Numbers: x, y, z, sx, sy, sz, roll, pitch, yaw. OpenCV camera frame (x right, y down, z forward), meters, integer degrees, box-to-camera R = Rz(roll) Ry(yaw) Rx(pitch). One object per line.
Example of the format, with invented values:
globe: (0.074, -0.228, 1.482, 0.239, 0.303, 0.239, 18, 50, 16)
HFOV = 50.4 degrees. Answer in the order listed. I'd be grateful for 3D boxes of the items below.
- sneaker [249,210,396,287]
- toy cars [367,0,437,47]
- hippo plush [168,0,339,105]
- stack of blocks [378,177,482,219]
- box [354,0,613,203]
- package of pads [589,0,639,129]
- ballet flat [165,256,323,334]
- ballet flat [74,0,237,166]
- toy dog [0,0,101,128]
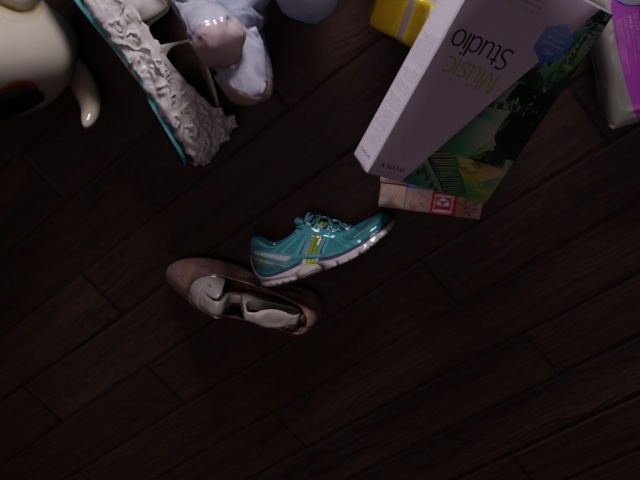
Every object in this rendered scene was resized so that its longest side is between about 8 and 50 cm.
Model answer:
sneaker: (0.000, 0.000, 1.210, 0.275, 0.107, 0.110, -19, 94, 10)
toy cars: (0.099, -0.374, 0.888, 0.176, 0.087, 0.394, -21, 119, 31)
hippo plush: (-0.089, -0.361, 1.015, 0.236, 0.234, 0.294, -32, 66, 4)
stack of blocks: (0.195, -0.193, 1.088, 0.171, 0.087, 0.297, 8, 117, 5)
box: (0.218, -0.210, 0.935, 0.232, 0.058, 0.322, 10, 125, -30)
package of pads: (0.538, -0.315, 0.969, 0.296, 0.101, 0.229, -15, 115, 14)
ballet flat: (-0.151, 0.108, 1.282, 0.316, 0.106, 0.108, 11, 117, 3)
ballet flat: (-0.273, -0.312, 1.096, 0.147, 0.147, 0.409, -24, 114, 19)
toy dog: (-0.555, -0.237, 0.987, 0.284, 0.408, 0.395, -24, 121, 29)
